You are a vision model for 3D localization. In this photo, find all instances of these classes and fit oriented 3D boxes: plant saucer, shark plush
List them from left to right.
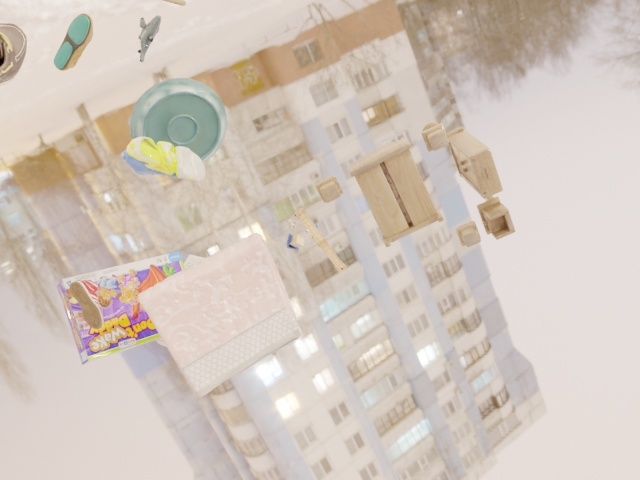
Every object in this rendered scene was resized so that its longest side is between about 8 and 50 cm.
[{"bbox_3d":[-0.588,-0.687,1.911,0.067,0.073,0.161,20,-101,40],"label":"shark plush"},{"bbox_3d":[-0.450,-0.363,1.829,0.318,0.317,0.043,-28,-139,-11],"label":"plant saucer"}]

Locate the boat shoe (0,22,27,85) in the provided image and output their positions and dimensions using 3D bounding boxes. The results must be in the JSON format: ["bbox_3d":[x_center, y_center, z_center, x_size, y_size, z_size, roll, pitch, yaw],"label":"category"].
[{"bbox_3d":[-0.715,-0.393,1.207,0.097,0.116,0.324,-34,-153,29],"label":"boat shoe"}]

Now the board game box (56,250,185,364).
[{"bbox_3d":[-0.539,0.185,1.629,0.347,0.233,0.078,-16,171,-39],"label":"board game box"}]

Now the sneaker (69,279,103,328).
[{"bbox_3d":[-0.516,0.141,1.279,0.042,0.118,0.067,-26,-176,5],"label":"sneaker"}]

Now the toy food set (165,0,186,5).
[{"bbox_3d":[-0.312,-0.585,1.255,0.132,0.038,0.192,17,-135,7],"label":"toy food set"}]

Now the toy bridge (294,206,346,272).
[{"bbox_3d":[0.000,0.000,1.351,0.026,0.188,0.063,-37,-167,-1],"label":"toy bridge"}]

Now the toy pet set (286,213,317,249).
[{"bbox_3d":[-0.082,-0.025,2.049,0.065,0.122,0.114,-9,-120,41],"label":"toy pet set"}]

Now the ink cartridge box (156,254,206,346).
[{"bbox_3d":[-0.412,0.220,1.927,0.223,0.129,0.307,12,-126,20],"label":"ink cartridge box"}]

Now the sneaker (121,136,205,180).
[{"bbox_3d":[-0.446,-0.222,1.590,0.126,0.091,0.240,-10,157,38],"label":"sneaker"}]

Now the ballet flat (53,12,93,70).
[{"bbox_3d":[-0.802,-0.656,1.862,0.232,0.080,0.073,-38,180,29],"label":"ballet flat"}]

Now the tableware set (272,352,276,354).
[{"bbox_3d":[-0.187,0.271,1.694,0.039,0.194,0.128,9,-99,59],"label":"tableware set"}]

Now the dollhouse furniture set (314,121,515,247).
[{"bbox_3d":[0.206,-0.096,1.276,0.356,0.303,0.174,-25,-155,7],"label":"dollhouse furniture set"}]

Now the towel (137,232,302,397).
[{"bbox_3d":[-0.237,0.188,1.421,0.332,0.317,0.053,-29,-160,-16],"label":"towel"}]
